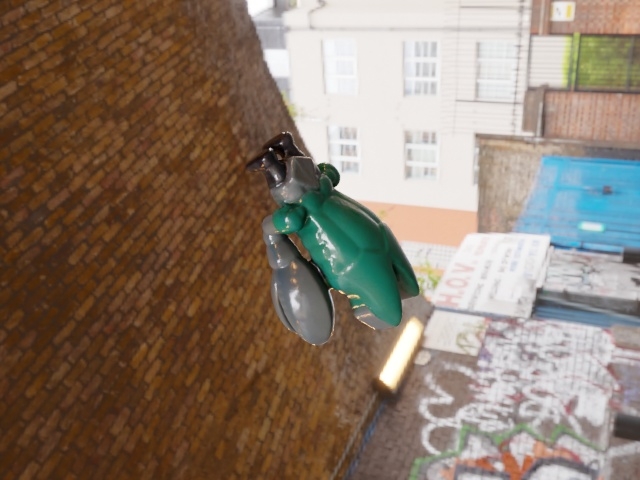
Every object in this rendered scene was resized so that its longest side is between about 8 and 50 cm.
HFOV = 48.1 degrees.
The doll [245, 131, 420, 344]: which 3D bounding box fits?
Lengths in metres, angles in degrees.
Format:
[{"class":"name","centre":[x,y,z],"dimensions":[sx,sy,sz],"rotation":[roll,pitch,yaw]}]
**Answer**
[{"class":"doll","centre":[0.015,-0.008,0.877],"dimensions":[0.194,0.153,0.258],"rotation":[-18,-89,-36]}]
